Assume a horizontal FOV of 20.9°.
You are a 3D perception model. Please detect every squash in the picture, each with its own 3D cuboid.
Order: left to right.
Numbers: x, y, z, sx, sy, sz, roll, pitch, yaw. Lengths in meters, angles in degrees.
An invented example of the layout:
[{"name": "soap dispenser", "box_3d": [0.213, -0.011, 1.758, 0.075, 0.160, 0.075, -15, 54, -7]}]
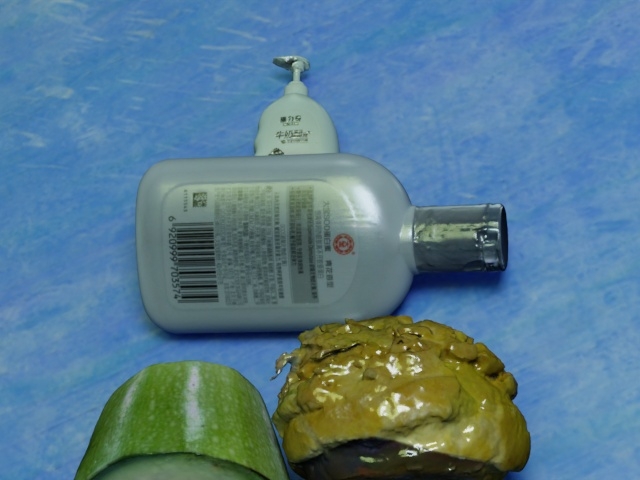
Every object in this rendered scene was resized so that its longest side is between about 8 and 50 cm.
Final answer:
[{"name": "squash", "box_3d": [-0.100, 0.171, 1.263, 0.170, 0.170, 0.123, -12, 45, 7]}]

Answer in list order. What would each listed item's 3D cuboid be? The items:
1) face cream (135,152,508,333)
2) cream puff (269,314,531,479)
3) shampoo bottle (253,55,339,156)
[{"name": "face cream", "box_3d": [0.000, 0.000, 1.360, 0.291, 0.071, 0.144, -3, 95, 13]}, {"name": "cream puff", "box_3d": [0.053, 0.118, 1.235, 0.189, 0.189, 0.129, -6, 68, 10]}, {"name": "shampoo bottle", "box_3d": [-0.020, -0.089, 1.451, 0.077, 0.045, 0.152, -3, 59, 12]}]
